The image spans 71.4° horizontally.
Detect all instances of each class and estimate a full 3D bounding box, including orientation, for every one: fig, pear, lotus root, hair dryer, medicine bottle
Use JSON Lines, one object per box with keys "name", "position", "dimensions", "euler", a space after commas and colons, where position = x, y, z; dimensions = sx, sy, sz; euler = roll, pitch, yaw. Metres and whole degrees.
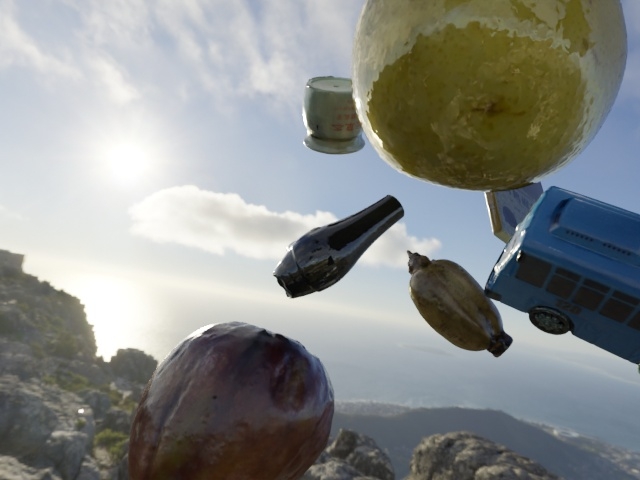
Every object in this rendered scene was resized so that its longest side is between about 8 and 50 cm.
{"name": "fig", "position": [-0.109, 0.219, 0.551], "dimensions": [0.263, 0.223, 0.224], "euler": [-23, 7, -25]}
{"name": "pear", "position": [0.206, -0.223, 0.588], "dimensions": [0.349, 0.348, 0.348], "euler": [9, -8, 1]}
{"name": "lotus root", "position": [0.141, 0.066, 0.490], "dimensions": [0.072, 0.152, 0.063], "euler": [-32, -26, -12]}
{"name": "hair dryer", "position": [0.000, 0.000, 0.777], "dimensions": [0.091, 0.236, 0.272], "euler": [59, -17, -14]}
{"name": "medicine bottle", "position": [0.034, -0.274, 0.979], "dimensions": [0.148, 0.143, 0.147], "euler": [2, 32, -1]}

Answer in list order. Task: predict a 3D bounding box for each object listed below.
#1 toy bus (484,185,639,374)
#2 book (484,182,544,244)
{"name": "toy bus", "position": [0.240, 0.033, 0.355], "dimensions": [0.185, 0.090, 0.106], "euler": [26, -32, 24]}
{"name": "book", "position": [0.372, -0.094, 0.842], "dimensions": [0.217, 0.310, 0.021], "euler": [27, -41, -28]}
